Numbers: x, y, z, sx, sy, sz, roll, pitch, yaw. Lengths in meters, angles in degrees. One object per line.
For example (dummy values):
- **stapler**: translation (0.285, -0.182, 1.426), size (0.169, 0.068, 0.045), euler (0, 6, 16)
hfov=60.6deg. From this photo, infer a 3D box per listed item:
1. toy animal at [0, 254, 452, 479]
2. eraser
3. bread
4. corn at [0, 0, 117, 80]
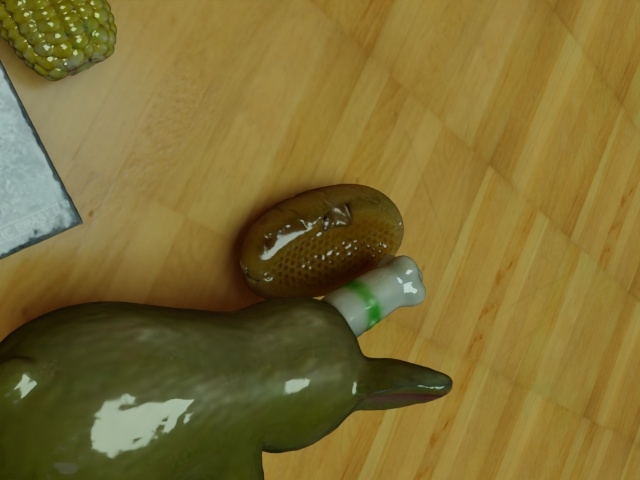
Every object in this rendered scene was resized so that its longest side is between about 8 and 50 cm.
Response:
- **toy animal**: translation (-0.057, 0.122, 0.434), size (0.363, 0.181, 0.180), euler (-1, 130, -30)
- **eraser**: translation (-0.255, -0.086, 0.373), size (0.092, 0.046, 0.212), euler (-31, 115, -27)
- **bread**: translation (0.000, 0.000, 0.555), size (0.190, 0.077, 0.114), euler (-12, 125, -27)
- **corn**: translation (-0.217, -0.229, 0.353), size (0.081, 0.081, 0.248), euler (-35, 116, -26)
